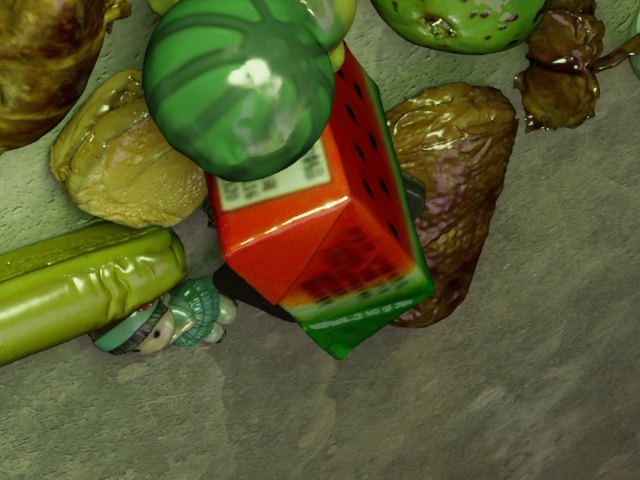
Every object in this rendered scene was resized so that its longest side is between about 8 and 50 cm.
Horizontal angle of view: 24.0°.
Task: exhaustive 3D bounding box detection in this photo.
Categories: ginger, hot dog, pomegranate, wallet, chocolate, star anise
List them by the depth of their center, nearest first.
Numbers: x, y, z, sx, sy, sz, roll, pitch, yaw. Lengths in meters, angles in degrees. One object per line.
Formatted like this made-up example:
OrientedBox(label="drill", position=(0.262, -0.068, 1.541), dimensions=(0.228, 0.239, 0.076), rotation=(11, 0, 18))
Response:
OrientedBox(label="ginger", position=(-0.268, -0.244, 1.460), dimensions=(0.254, 0.176, 0.418), rotation=(-46, 173, -42))
OrientedBox(label="pomegranate", position=(0.162, -0.339, 1.724), dimensions=(0.254, 0.270, 0.254), rotation=(8, 146, 5))
OrientedBox(label="chocolate", position=(-0.016, -0.090, 1.728), dimensions=(0.161, 0.360, 0.341), rotation=(-21, 152, 13))
OrientedBox(label="wallet", position=(0.000, 0.000, 2.047), dimensions=(0.165, 0.042, 0.309), rotation=(27, 127, -27))
OrientedBox(label="star anise", position=(0.364, -0.276, 2.060), dimensions=(0.346, 0.148, 0.237), rotation=(-47, 151, -24))
OrientedBox(label="hot dog", position=(0.150, -0.061, 2.151), dimensions=(0.267, 0.174, 0.387), rotation=(-14, 132, -36))

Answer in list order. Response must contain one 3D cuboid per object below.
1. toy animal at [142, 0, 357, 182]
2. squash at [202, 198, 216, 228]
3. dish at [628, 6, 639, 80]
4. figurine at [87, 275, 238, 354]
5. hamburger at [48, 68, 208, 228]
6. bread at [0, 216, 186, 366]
OrientedBox(label="toy animal", position=(-0.062, -0.216, 1.465), dimensions=(0.216, 0.338, 0.191), rotation=(29, 137, -23))
OrientedBox(label="squash", position=(-0.089, -0.035, 2.059), dimensions=(0.183, 0.052, 0.052), rotation=(-4, 138, -44))
OrientedBox(label="dish", position=(0.537, -0.304, 2.145), dimensions=(0.117, 0.256, 0.256), rotation=(22, 120, -31))
OrientedBox(label="figurine", position=(-0.215, 0.095, 2.066), dimensions=(0.245, 0.110, 0.138), rotation=(3, 131, -53))
OrientedBox(label="hamburger", position=(-0.210, -0.103, 1.785), dimensions=(0.214, 0.108, 0.213), rotation=(-27, 149, -18))
OrientedBox(label="bread", position=(-0.347, 0.074, 1.832), dimensions=(0.383, 0.166, 0.112), rotation=(-21, 114, -23))
